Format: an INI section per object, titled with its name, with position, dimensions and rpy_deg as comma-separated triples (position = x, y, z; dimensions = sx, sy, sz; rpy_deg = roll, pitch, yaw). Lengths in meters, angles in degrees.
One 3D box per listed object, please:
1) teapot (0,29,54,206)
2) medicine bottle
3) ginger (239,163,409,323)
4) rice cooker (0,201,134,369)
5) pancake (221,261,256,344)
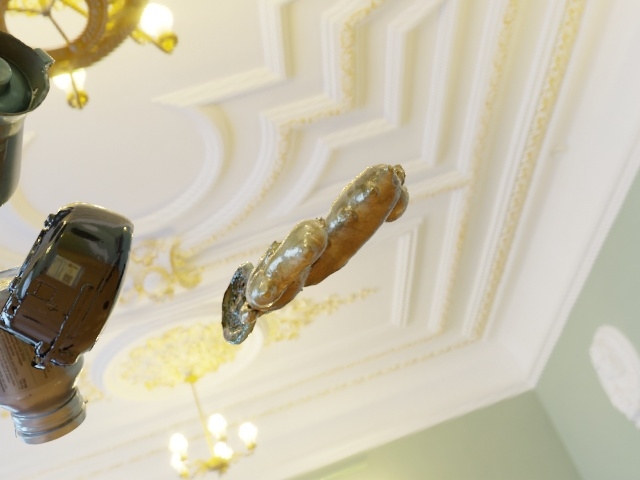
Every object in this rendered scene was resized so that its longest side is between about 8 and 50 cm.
[teapot]
position = -0.426, -0.152, 1.059
dimensions = 0.225, 0.171, 0.203
rpy_deg = -42, 7, 43
[medicine bottle]
position = -0.383, 0.151, 1.110
dimensions = 0.135, 0.135, 0.215
rpy_deg = -18, -73, -9
[ginger]
position = 0.000, 0.000, 0.726
dimensions = 0.176, 0.052, 0.193
rpy_deg = -42, -11, 13
[rice cooker]
position = -0.294, 0.052, 0.992
dimensions = 0.118, 0.203, 0.142
rpy_deg = 29, -19, -18
[pancake]
position = -0.097, 0.079, 1.024
dimensions = 0.017, 0.108, 0.108
rpy_deg = 14, -45, -24
